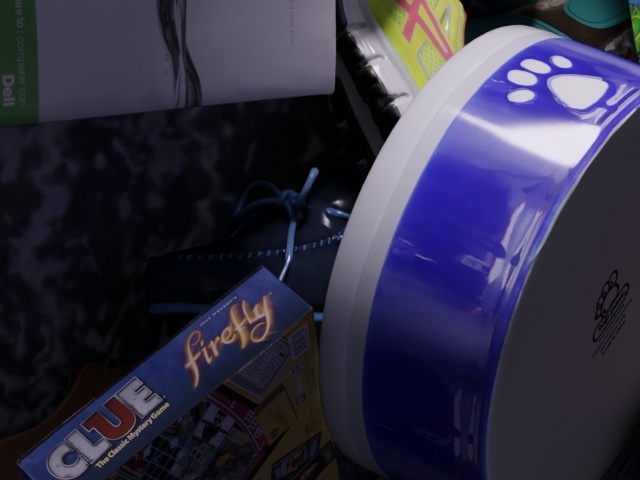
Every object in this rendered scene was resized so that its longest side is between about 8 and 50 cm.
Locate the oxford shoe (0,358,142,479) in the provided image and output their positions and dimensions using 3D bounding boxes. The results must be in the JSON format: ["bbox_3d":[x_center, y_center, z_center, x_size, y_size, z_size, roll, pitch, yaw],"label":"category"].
[{"bbox_3d":[-0.097,0.091,1.104,0.212,0.076,0.076,-29,73,-36],"label":"oxford shoe"}]

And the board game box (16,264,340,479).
[{"bbox_3d":[-0.066,0.140,1.068,0.165,0.042,0.243,-39,150,-21],"label":"board game box"}]

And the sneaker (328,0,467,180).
[{"bbox_3d":[0.035,-0.132,1.118,0.094,0.081,0.208,-19,84,-31],"label":"sneaker"}]

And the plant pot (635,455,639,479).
[{"bbox_3d":[0.277,0.197,1.157,0.263,0.263,0.229,-16,105,-29],"label":"plant pot"}]

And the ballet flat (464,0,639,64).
[{"bbox_3d":[0.146,-0.110,1.216,0.241,0.091,0.077,-25,137,-22],"label":"ballet flat"}]

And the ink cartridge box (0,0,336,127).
[{"bbox_3d":[-0.121,-0.115,0.995,0.219,0.160,0.092,-8,103,-30],"label":"ink cartridge box"}]

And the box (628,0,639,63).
[{"bbox_3d":[0.333,-0.224,1.187,0.290,0.177,0.279,15,57,-33],"label":"box"}]

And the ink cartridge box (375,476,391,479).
[{"bbox_3d":[0.070,0.203,1.224,0.198,0.067,0.115,-39,117,-21],"label":"ink cartridge box"}]

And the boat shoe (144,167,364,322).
[{"bbox_3d":[0.000,0.000,1.141,0.258,0.109,0.089,-6,96,-48],"label":"boat shoe"}]

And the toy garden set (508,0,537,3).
[{"bbox_3d":[0.064,-0.266,1.106,0.244,0.049,0.204,20,79,-54],"label":"toy garden set"}]

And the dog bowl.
[{"bbox_3d":[0.116,0.022,1.080,0.265,0.104,0.265,-39,141,-42],"label":"dog bowl"}]
